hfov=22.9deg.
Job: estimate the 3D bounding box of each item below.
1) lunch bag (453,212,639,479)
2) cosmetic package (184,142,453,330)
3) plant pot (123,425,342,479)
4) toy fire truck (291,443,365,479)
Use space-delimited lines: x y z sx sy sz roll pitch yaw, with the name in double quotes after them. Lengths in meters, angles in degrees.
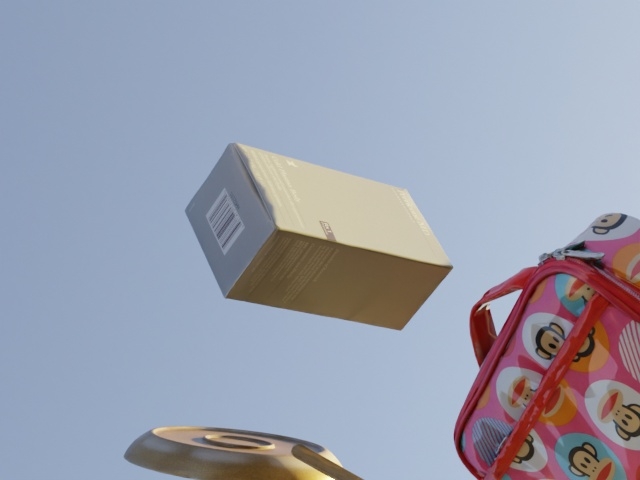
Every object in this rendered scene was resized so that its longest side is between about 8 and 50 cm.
0.231 0.120 1.268 0.120 0.258 0.293 -40 -21 -39 "lunch bag"
0.000 0.000 1.546 0.238 0.127 0.107 9 -51 -40 "cosmetic package"
-0.088 0.224 1.663 0.236 0.236 0.032 8 -91 -43 "plant pot"
0.061 0.308 1.537 0.158 0.246 0.217 -11 -11 -18 "toy fire truck"
